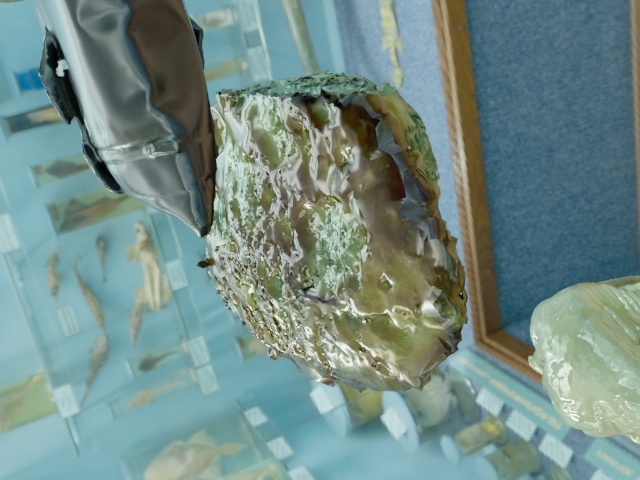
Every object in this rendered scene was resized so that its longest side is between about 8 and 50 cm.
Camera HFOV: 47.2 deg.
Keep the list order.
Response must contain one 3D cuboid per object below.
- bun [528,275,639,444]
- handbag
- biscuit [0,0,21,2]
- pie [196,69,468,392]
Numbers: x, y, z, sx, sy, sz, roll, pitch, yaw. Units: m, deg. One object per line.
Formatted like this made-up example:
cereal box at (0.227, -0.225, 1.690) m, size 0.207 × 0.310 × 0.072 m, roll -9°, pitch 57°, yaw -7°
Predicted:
bun at (0.324, 0.132, 0.778) m, size 0.229 × 0.229 × 0.145 m, roll 55°, pitch 136°, yaw 36°
handbag at (-0.117, -0.120, 0.403) m, size 0.254 × 0.088 × 0.211 m, roll -152°, pitch 44°, yaw -67°
biscuit at (-0.380, -0.237, 0.545) m, size 0.269 × 0.376 × 0.051 m, roll 138°, pitch 126°, yaw -66°
pie at (0.000, 0.000, 0.659) m, size 0.354 × 0.103 × 0.288 m, roll 12°, pitch 119°, yaw 51°
